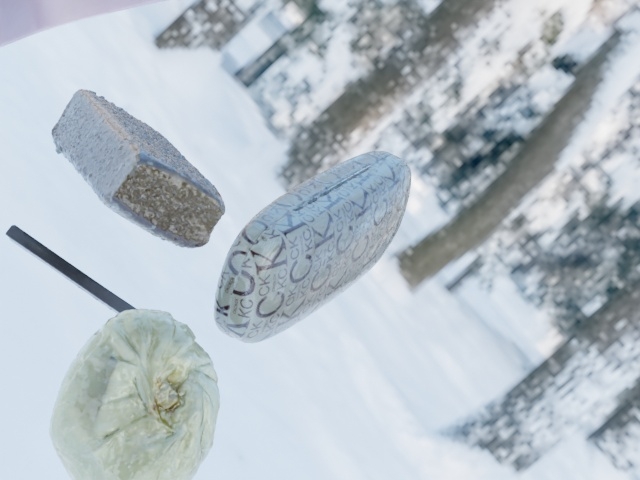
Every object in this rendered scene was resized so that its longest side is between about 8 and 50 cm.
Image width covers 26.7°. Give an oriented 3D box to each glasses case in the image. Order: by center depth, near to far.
[{"bbox_3d":[0.000,0.000,1.457,0.085,0.137,0.354,24,29,21],"label":"glasses case"}]

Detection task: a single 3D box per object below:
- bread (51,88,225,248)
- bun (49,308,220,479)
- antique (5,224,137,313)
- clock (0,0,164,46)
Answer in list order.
[{"bbox_3d":[-0.277,-0.108,1.990,0.165,0.113,0.416,28,6,-27],"label":"bread"},{"bbox_3d":[-0.166,0.159,1.259,0.164,0.188,0.111,31,-13,-25],"label":"bun"},{"bbox_3d":[-0.230,0.045,1.341,0.192,0.015,0.031,35,-12,2],"label":"antique"},{"bbox_3d":[-0.170,-0.199,0.949,0.275,0.290,0.080,-59,141,-64],"label":"clock"}]
